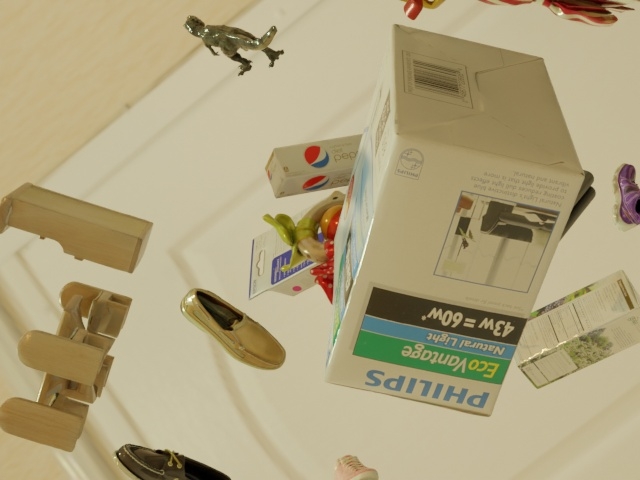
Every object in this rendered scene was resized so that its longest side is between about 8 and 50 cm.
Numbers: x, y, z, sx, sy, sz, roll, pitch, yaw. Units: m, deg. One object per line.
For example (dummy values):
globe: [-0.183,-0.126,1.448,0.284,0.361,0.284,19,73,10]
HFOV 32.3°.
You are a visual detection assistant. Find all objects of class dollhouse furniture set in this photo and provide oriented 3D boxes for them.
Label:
dollhouse furniture set: [-0.498,0.126,2.050,0.257,0.394,0.362,18,-169,-5]

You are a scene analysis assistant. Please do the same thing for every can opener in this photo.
can opener: [0.410,-0.031,2.047,0.093,0.280,0.074,27,149,38]

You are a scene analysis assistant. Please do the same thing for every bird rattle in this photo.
bird rattle: [0.021,-0.010,2.027,0.254,0.207,0.143,19,149,50]

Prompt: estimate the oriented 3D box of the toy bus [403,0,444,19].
toy bus: [0.195,-0.440,1.707,0.104,0.191,0.202,12,-152,-20]

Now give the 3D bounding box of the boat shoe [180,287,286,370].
boat shoe: [-0.130,0.138,1.717,0.190,0.068,0.072,32,151,-10]

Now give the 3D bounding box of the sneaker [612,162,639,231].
sneaker: [0.650,-0.090,2.295,0.068,0.071,0.169,45,-139,-38]

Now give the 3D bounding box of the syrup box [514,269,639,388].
syrup box: [0.453,0.157,1.932,0.093,0.237,0.096,46,-158,-42]

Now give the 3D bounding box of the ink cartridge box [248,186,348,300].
ink cartridge box: [0.000,0.000,2.362,0.069,0.371,0.175,38,-142,-36]

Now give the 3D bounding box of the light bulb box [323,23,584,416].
light bulb box: [0.155,-0.033,1.431,0.225,0.361,0.358,13,-150,-4]

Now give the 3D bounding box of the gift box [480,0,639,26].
gift box: [0.343,-0.440,1.542,0.255,0.258,0.276,13,-172,2]

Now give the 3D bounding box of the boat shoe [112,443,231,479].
boat shoe: [-0.252,0.393,1.892,0.228,0.068,0.081,34,-167,-34]

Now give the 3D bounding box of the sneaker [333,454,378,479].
sneaker: [0.057,0.401,1.923,0.134,0.051,0.070,128,139,-56]

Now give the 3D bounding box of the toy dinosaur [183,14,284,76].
toy dinosaur: [-0.137,-0.339,1.919,0.268,0.064,0.118,17,165,45]

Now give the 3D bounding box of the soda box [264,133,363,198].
soda box: [0.013,-0.139,2.020,0.074,0.216,0.069,120,133,-57]
